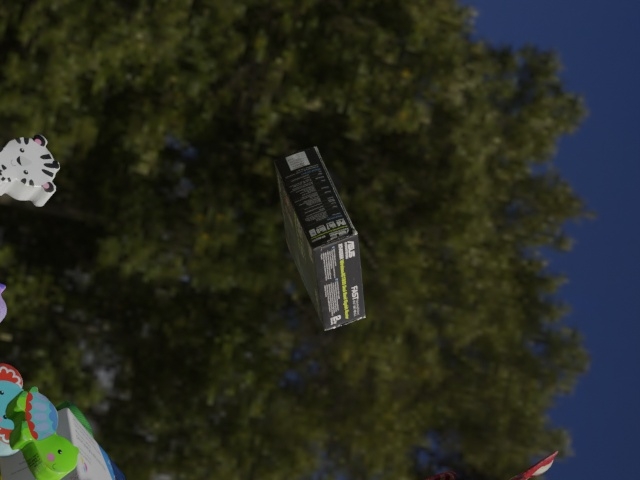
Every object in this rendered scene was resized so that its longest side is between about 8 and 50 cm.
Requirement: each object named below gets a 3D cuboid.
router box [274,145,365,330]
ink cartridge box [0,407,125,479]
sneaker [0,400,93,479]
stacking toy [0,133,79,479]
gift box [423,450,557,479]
[{"bbox_3d":[0.000,0.000,1.229,0.122,0.038,0.092,82,-14,-55],"label":"router box"},{"bbox_3d":[-0.144,0.176,0.922,0.052,0.088,0.122,-23,-132,5],"label":"ink cartridge box"},{"bbox_3d":[-0.360,0.197,1.500,0.343,0.134,0.146,10,-131,28],"label":"sneaker"},{"bbox_3d":[-0.197,0.065,0.908,0.167,0.052,0.221,-42,-126,44],"label":"stacking toy"},{"bbox_3d":[0.079,0.295,0.991,0.258,0.255,0.276,55,-24,14],"label":"gift box"}]
